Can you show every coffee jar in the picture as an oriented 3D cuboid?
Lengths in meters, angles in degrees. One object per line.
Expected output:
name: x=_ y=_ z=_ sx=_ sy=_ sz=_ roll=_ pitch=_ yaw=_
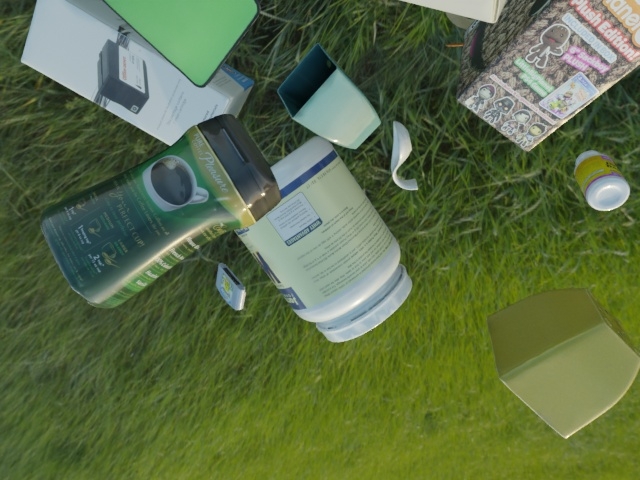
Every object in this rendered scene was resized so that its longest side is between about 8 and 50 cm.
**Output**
coffee jar: x=-0.129 y=-0.028 z=0.409 sx=0.184 sy=0.079 sz=0.096 roll=-31 pitch=75 yaw=-6

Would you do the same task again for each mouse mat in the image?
mouse mat: x=-0.167 y=-0.267 z=0.502 sx=0.189 sy=0.007 sz=0.152 roll=41 pitch=140 yaw=-19

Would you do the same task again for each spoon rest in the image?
spoon rest: x=0.279 y=-0.287 z=1.659 sx=0.084 sy=0.137 sz=0.276 roll=-13 pitch=134 yaw=10

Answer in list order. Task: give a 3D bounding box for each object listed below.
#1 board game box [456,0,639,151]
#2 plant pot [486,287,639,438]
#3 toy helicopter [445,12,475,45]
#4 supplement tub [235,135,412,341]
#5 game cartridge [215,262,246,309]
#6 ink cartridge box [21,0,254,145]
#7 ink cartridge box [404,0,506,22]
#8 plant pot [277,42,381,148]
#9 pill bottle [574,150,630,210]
board game box: x=0.348 y=-0.316 z=0.664 sx=0.141 sy=0.232 sz=0.291 roll=31 pitch=137 yaw=-13
plant pot: x=0.196 y=0.087 z=0.379 sx=0.081 sy=0.081 sz=0.083 roll=42 pitch=117 yaw=-11
toy helicopter: x=0.497 y=-0.619 z=1.316 sx=0.355 sy=0.140 sz=0.235 roll=36 pitch=133 yaw=24
supplement tub: x=0.000 y=0.000 z=0.886 sx=0.235 sy=0.235 sz=0.325 roll=-29 pitch=102 yaw=29
game cartridge: x=-0.163 y=0.085 z=0.859 sx=0.083 sy=0.017 sz=0.056 roll=41 pitch=134 yaw=37
ink cartridge box: x=-0.293 y=-0.291 z=0.823 sx=0.307 sy=0.223 sz=0.129 roll=30 pitch=113 yaw=-11
ink cartridge box: x=0.127 y=-0.325 z=0.421 sx=0.154 sy=0.093 sz=0.212 roll=25 pitch=87 yaw=21
plant pot: x=0.038 y=-0.361 z=1.273 sx=0.166 sy=0.165 sz=0.234 roll=-44 pitch=132 yaw=19
pill bottle: x=0.326 y=-0.074 z=0.558 sx=0.043 sy=0.083 sz=0.043 roll=6 pitch=128 yaw=7
